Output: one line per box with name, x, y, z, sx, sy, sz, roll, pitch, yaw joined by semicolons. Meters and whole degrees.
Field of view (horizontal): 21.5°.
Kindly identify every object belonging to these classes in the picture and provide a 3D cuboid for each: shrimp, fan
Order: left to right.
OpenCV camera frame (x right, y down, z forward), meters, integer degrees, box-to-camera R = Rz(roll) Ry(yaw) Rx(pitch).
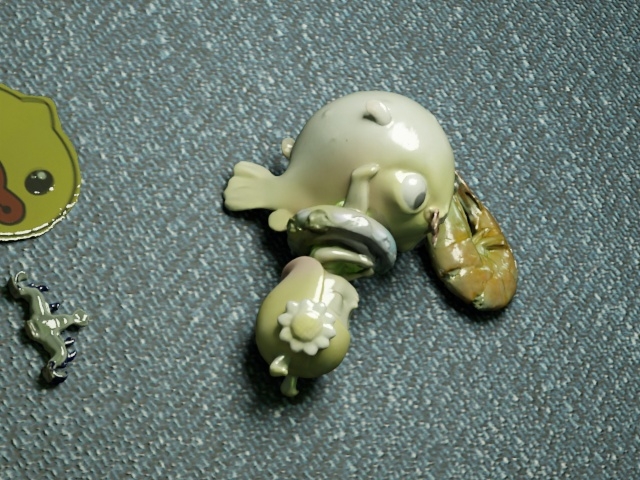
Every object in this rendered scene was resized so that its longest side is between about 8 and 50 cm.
fan;-0.407;-0.072;1.913;0.229;0.011;0.335;41;49;0
shrimp;0.174;-0.030;2.168;0.145;0.061;0.267;-13;65;-42

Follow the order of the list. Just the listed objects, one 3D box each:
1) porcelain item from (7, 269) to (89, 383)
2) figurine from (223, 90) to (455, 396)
porcelain item;-0.291;0.091;1.868;0.075;0.021;0.136;-12;68;-33
figurine;0.000;0.000;2.011;0.275;0.226;0.394;12;63;16
